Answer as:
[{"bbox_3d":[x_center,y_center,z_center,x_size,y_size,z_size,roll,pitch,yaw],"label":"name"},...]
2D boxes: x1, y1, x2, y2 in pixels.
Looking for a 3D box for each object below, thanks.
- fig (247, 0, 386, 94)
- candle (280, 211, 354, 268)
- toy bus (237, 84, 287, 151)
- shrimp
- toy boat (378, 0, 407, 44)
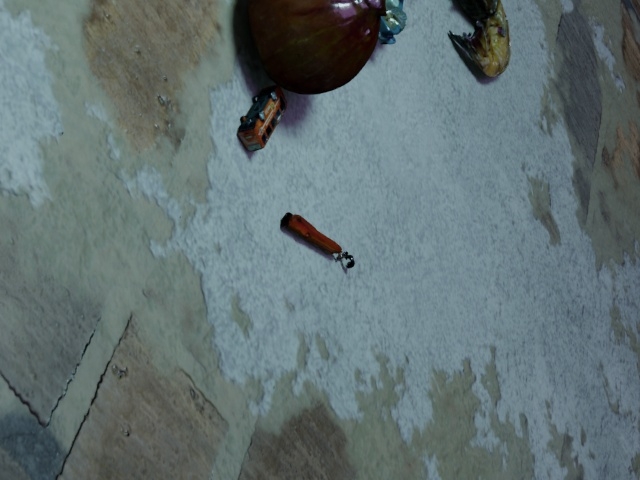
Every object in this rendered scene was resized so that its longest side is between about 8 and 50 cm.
[{"bbox_3d":[0.002,-0.299,2.062,0.205,0.205,0.205,35,47,-49],"label":"fig"},{"bbox_3d":[0.001,-0.001,2.083,0.167,0.021,0.026,33,49,-50],"label":"candle"},{"bbox_3d":[-0.075,-0.161,2.021,0.043,0.031,0.110,61,33,-27],"label":"toy bus"},{"bbox_3d":[0.272,-0.391,2.715,0.289,0.075,0.178,54,35,-55],"label":"shrimp"},{"bbox_3d":[0.111,-0.387,2.390,0.109,0.098,0.238,50,37,-31],"label":"toy boat"}]
